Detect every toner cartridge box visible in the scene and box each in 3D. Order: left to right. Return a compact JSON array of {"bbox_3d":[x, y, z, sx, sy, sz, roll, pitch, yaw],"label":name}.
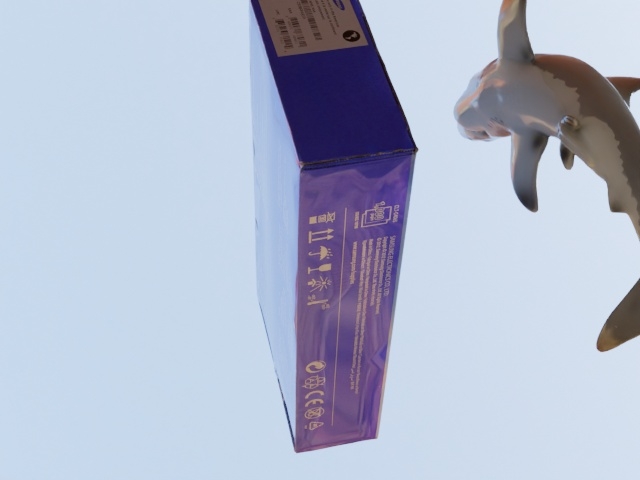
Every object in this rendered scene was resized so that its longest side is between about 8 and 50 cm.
[{"bbox_3d":[0.000,0.000,0.805,0.075,0.348,0.165,-8,-128,-9],"label":"toner cartridge box"}]

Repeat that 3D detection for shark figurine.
[{"bbox_3d":[0.193,-0.066,0.710,0.278,0.116,0.166,-122,-151,-43],"label":"shark figurine"}]
